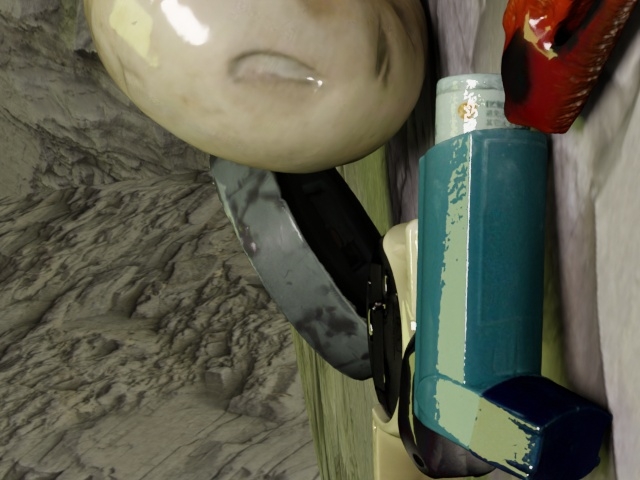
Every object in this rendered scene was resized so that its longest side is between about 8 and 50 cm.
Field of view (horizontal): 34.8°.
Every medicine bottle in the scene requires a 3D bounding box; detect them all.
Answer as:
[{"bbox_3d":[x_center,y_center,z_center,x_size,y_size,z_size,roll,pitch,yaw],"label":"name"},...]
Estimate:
[{"bbox_3d":[0.115,0.022,0.659,0.124,0.079,0.258,-3,86,52],"label":"medicine bottle"}]

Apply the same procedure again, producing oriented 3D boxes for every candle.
[{"bbox_3d":[0.136,-0.138,0.494,0.301,0.059,0.084,100,149,-74],"label":"candle"}]

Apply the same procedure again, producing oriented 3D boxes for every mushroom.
[{"bbox_3d":[-0.064,-0.237,0.900,0.353,0.325,0.353,9,-90,-74],"label":"mushroom"}]

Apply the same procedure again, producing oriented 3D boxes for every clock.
[{"bbox_3d":[0.000,0.000,1.095,0.325,0.067,0.325,53,-165,-20],"label":"clock"},{"bbox_3d":[0.100,0.171,0.838,0.276,0.120,0.379,171,95,-79],"label":"clock"}]
